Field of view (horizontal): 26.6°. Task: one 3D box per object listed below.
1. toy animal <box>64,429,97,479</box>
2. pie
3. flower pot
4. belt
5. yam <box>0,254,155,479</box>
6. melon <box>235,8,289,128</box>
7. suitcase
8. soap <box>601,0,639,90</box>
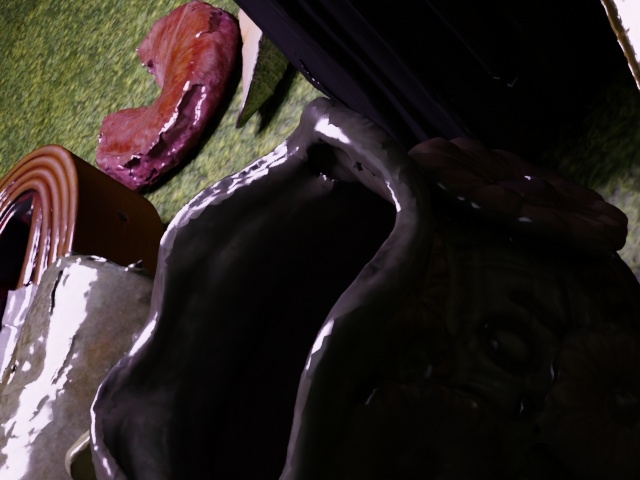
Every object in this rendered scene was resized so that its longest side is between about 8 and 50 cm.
[{"bbox_3d":[-0.053,0.101,0.891,0.218,0.101,0.103,-47,10,-33],"label":"toy animal"},{"bbox_3d":[-0.161,-0.154,1.416,0.204,0.054,0.218,-7,57,56],"label":"pie"},{"bbox_3d":[0.036,0.078,0.718,0.302,0.213,0.301,-41,33,34],"label":"flower pot"},{"bbox_3d":[-0.243,0.080,1.217,0.217,0.122,0.338,-26,46,34],"label":"belt"},{"bbox_3d":[-0.163,0.179,0.972,0.195,0.195,0.300,-19,47,50],"label":"yam"},{"bbox_3d":[-0.054,-0.191,1.287,0.098,0.054,0.182,-46,30,35],"label":"melon"},{"bbox_3d":[0.018,-0.213,0.885,0.188,0.345,0.339,-46,31,0],"label":"suitcase"},{"bbox_3d":[0.221,-0.175,0.652,0.199,0.091,0.315,-48,52,46],"label":"soap"}]
